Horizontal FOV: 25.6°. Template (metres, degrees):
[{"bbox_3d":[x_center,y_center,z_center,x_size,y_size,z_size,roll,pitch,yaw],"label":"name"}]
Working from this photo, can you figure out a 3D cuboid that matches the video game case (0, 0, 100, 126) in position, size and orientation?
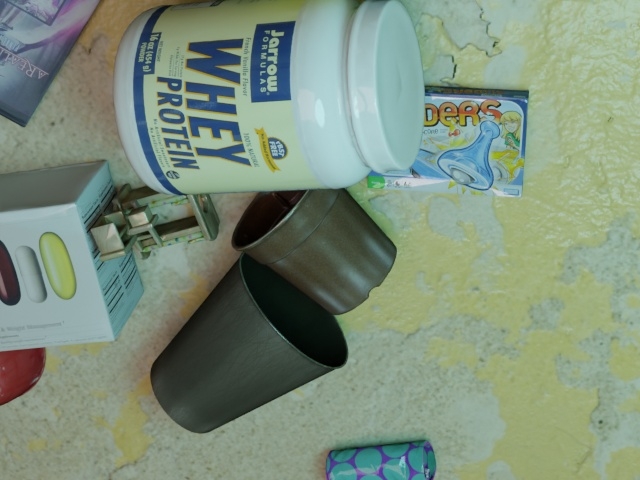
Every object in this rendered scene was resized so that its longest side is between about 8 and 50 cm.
[{"bbox_3d":[-0.404,-0.300,1.806,0.196,0.026,0.274,29,115,-15],"label":"video game case"}]

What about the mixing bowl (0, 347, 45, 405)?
[{"bbox_3d":[-0.495,0.176,2.013,0.181,0.098,0.181,4,115,8],"label":"mixing bowl"}]

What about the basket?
[{"bbox_3d":[-0.113,0.151,1.911,0.227,0.154,0.204,-38,102,26],"label":"basket"}]

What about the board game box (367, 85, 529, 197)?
[{"bbox_3d":[0.162,-0.129,1.798,0.201,0.035,0.136,3,115,8],"label":"board game box"}]

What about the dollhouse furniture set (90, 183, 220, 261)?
[{"bbox_3d":[-0.180,-0.022,1.834,0.181,0.161,0.101,-15,111,17],"label":"dollhouse furniture set"}]

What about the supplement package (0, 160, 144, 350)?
[{"bbox_3d":[-0.369,0.023,1.893,0.194,0.149,0.203,-7,114,13],"label":"supplement package"}]

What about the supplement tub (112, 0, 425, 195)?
[{"bbox_3d":[-0.057,-0.175,1.682,0.324,0.235,0.235,-2,114,21],"label":"supplement tub"}]

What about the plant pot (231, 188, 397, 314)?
[{"bbox_3d":[0.000,0.000,1.821,0.167,0.167,0.165,-39,109,23],"label":"plant pot"}]

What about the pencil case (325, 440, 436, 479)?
[{"bbox_3d":[0.086,0.326,1.999,0.151,0.064,0.070,-7,88,13],"label":"pencil case"}]
